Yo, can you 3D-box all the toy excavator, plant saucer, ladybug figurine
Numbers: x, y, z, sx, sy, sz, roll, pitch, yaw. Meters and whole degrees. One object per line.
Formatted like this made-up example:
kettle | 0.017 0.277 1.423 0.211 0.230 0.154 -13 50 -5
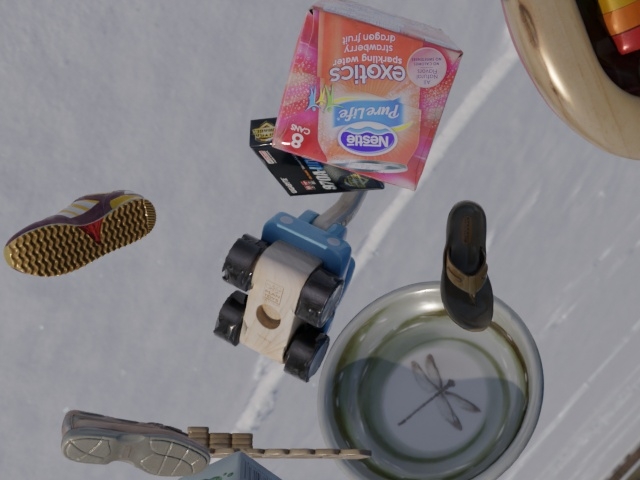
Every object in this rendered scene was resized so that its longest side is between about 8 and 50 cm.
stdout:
toy excavator | 0.000 0.000 1.821 0.445 0.222 0.433 -46 155 -53
plant saucer | 0.193 0.268 1.523 0.400 0.400 0.100 -45 141 -5
ladybug figurine | 0.367 -0.320 1.138 0.305 0.450 0.162 -24 -168 -12

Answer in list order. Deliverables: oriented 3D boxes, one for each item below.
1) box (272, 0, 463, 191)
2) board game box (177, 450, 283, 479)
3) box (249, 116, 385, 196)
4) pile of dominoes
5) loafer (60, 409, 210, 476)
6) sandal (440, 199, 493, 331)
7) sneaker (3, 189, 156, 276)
box | 0.049 -0.173 0.949 0.300 0.154 0.142 -81 -171 -72
board game box | -0.048 0.390 0.822 0.097 0.303 0.224 -29 128 23
box | 0.001 -0.139 1.432 0.175 0.051 0.220 -3 161 14
pile of dominoes | -0.055 0.274 1.190 0.251 0.040 0.196 2 164 -7
loafer | -0.149 0.161 0.716 0.125 0.039 0.045 16 120 -28
sandal | 0.200 0.033 1.183 0.049 0.072 0.180 96 -6 -86
sneaker | -0.295 -0.012 1.059 0.185 0.084 0.070 -19 116 -29
